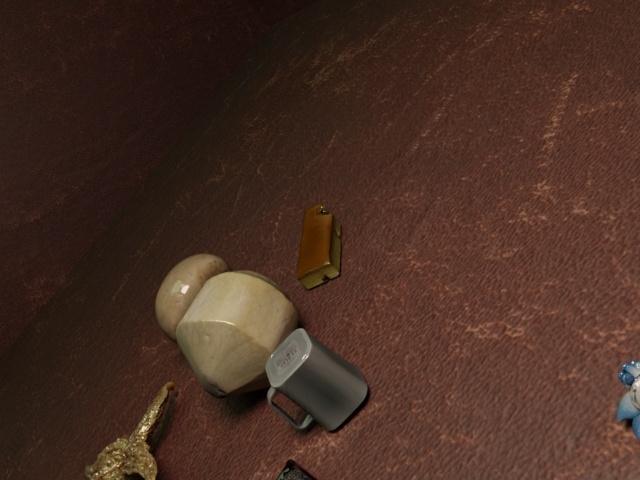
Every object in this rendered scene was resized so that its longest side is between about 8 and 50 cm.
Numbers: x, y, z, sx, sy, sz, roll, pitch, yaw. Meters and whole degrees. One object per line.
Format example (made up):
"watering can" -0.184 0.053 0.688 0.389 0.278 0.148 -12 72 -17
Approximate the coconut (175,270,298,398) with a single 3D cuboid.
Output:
"coconut" -0.149 0.174 1.007 0.202 0.202 0.222 -21 32 35

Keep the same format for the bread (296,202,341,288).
"bread" 0.000 0.000 1.187 0.088 0.049 0.226 -28 33 26

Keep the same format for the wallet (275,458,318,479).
"wallet" -0.021 0.420 0.676 0.262 0.071 0.221 19 66 50

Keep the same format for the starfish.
"starfish" -0.376 0.449 1.054 0.293 0.084 0.301 -45 26 7

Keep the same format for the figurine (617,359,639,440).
"figurine" 0.344 0.154 0.544 0.114 0.079 0.114 -47 34 46

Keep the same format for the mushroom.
"mushroom" -0.236 0.136 1.190 0.204 0.204 0.204 -31 33 22

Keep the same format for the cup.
"cup" -0.017 0.221 0.858 0.128 0.129 0.095 -46 23 4
